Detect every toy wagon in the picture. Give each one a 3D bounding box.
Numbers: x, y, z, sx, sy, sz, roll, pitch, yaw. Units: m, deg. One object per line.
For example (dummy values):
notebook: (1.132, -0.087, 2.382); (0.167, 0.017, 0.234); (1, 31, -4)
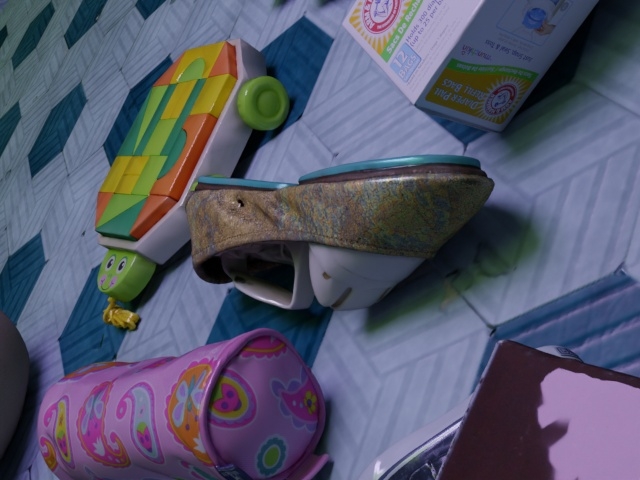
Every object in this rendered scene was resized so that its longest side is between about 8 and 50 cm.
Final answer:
toy wagon: (-0.172, -0.067, 1.043); (0.267, 0.068, 0.344); (6, 68, 56)

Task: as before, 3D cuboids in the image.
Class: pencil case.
pencil case: (-0.119, 0.147, 0.744); (0.284, 0.124, 0.124); (-15, 51, 46)

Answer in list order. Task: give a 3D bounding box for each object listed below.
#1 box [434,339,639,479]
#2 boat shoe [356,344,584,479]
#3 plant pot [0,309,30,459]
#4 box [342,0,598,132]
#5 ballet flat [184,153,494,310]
box: (0.148, 0.157, 0.319); (0.203, 0.168, 0.167); (12, 73, 56)
boat shoe: (0.085, 0.142, 0.514); (0.183, 0.065, 0.083); (-45, 33, 18)
plant pot: (-0.458, 0.168, 1.089); (0.284, 0.284, 0.191); (-28, 7, 39)
box: (0.125, -0.195, 0.656); (0.203, 0.103, 0.114); (-56, 48, 25)
ballet flat: (0.000, 0.000, 0.728); (0.348, 0.123, 0.123); (1, 63, 53)
